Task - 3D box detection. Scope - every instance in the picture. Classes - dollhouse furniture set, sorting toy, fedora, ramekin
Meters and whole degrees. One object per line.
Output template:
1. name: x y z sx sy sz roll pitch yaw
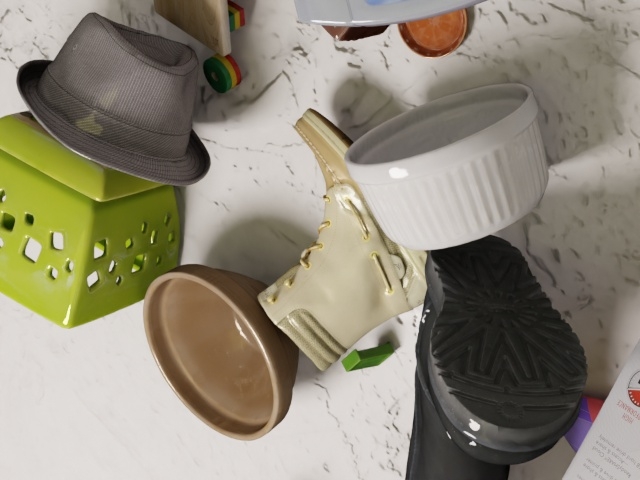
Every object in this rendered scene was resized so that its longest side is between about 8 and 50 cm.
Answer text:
1. dollhouse furniture set: 0.031 0.084 1.425 0.076 0.059 0.151 -47 62 41
2. sorting toy: -0.144 -0.311 1.342 0.132 0.046 0.274 36 146 30
3. fedora: -0.223 -0.185 1.347 0.244 0.275 0.124 20 108 -22
4. ramekin: 0.139 -0.074 1.198 0.207 0.207 0.109 -11 110 33

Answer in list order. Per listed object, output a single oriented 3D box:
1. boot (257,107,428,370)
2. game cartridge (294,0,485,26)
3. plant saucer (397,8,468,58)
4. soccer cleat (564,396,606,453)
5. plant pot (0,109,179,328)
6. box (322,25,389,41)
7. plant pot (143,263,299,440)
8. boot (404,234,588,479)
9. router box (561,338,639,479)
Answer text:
1. boot: 0.000 0.000 1.332 0.203 0.095 0.262 -36 93 11
2. game cartridge: 0.096 -0.308 1.061 0.297 0.062 0.198 -12 92 25
3. plant saucer: 0.123 -0.241 1.256 0.084 0.013 0.083 11 114 27
4. soccer cleat: 0.354 0.274 1.257 0.248 0.095 0.083 47 124 8
5. plant pot: -0.310 -0.048 1.463 0.228 0.227 0.207 28 114 20
6. box: -0.028 -0.407 1.200 0.381 0.143 0.191 47 117 6
7. plant pot: -0.106 0.125 1.453 0.237 0.110 0.237 24 130 33
8. boot: 0.152 0.266 1.207 0.146 0.367 0.445 8 115 1
9. router box: 0.388 0.259 1.077 0.335 0.082 0.301 37 103 55
